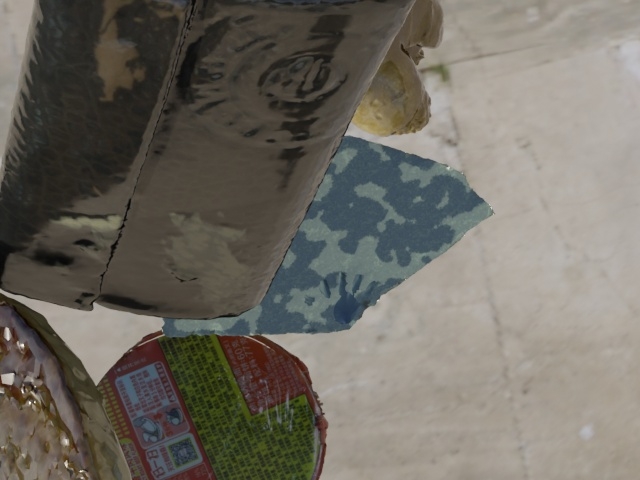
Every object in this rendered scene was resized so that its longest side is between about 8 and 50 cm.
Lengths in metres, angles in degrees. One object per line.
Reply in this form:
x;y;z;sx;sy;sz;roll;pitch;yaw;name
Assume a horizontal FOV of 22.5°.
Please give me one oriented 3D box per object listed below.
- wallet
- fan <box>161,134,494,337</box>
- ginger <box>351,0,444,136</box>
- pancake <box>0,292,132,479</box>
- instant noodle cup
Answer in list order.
-0.076;-0.041;0.825;0.321;0.170;0.044;118;151;-56;wallet
0.000;0.000;1.078;0.240;0.009;0.131;-20;107;-6;fan
-0.008;-0.184;1.594;0.166;0.375;0.236;16;143;48;ginger
-0.207;0.191;0.913;0.356;0.065;0.356;6;99;41;pancake
-0.092;0.187;1.296;0.193;0.212;0.193;1;69;-2;instant noodle cup
